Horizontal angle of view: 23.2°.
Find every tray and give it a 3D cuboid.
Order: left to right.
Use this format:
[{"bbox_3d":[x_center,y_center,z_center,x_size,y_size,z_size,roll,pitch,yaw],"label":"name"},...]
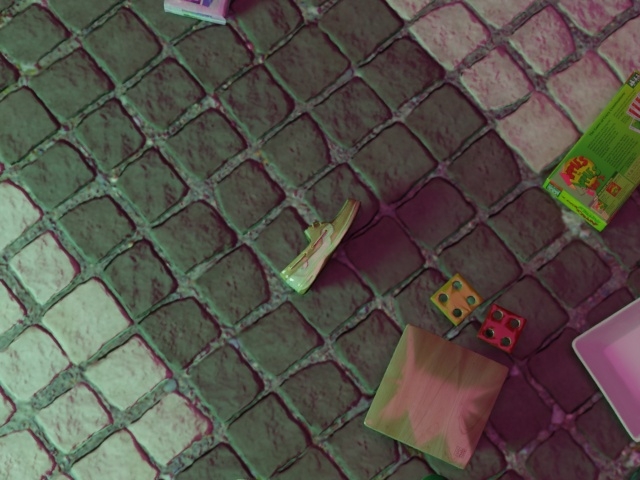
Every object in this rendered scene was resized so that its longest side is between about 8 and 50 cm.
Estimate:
[{"bbox_3d":[0.451,0.113,1.876,0.270,0.030,0.145,-32,79,-2],"label":"tray"}]

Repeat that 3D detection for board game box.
[{"bbox_3d":[0.367,-0.111,1.924,0.092,0.043,0.181,39,80,8],"label":"board game box"}]

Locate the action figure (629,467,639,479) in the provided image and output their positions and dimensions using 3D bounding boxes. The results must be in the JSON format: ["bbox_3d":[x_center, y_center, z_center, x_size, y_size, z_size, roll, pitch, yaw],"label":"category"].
[{"bbox_3d":[0.492,0.404,1.755,0.341,0.178,0.330,20,88,6],"label":"action figure"}]

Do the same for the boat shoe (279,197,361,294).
[{"bbox_3d":[0.000,0.000,1.893,0.045,0.050,0.135,34,80,1],"label":"boat shoe"}]

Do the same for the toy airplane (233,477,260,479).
[{"bbox_3d":[-0.133,0.491,1.646,0.384,0.272,0.386,-29,81,22],"label":"toy airplane"}]

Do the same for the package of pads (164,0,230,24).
[{"bbox_3d":[-0.152,-0.306,1.966,0.083,0.032,0.050,13,76,2],"label":"package of pads"}]

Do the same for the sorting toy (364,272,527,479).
[{"bbox_3d":[0.140,0.179,1.859,0.132,0.046,0.275,24,79,4],"label":"sorting toy"}]
